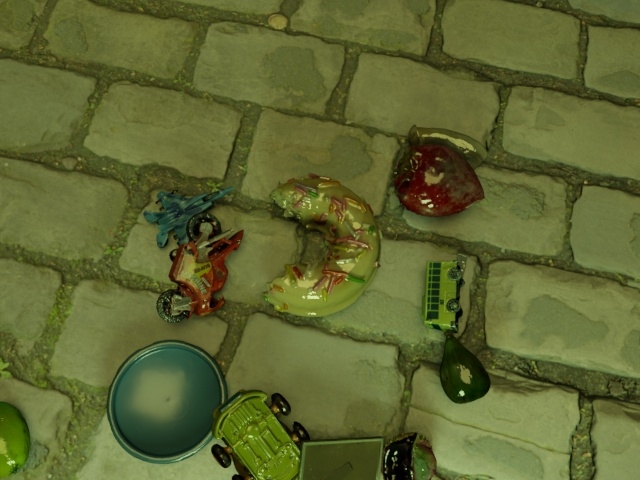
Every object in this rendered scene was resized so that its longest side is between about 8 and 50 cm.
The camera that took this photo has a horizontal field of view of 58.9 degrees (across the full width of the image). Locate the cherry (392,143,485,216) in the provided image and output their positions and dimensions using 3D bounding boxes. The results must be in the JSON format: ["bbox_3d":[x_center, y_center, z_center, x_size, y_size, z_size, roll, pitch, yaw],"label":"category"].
[{"bbox_3d":[0.313,-0.149,1.494,0.250,0.175,0.192,15,59,1],"label":"cherry"}]

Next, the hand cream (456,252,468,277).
[{"bbox_3d":[0.371,0.078,1.511,0.030,0.019,0.093,14,66,5],"label":"hand cream"}]

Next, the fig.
[{"bbox_3d":[0.339,0.308,1.378,0.117,0.117,0.177,-19,90,-7],"label":"fig"}]

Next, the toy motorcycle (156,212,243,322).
[{"bbox_3d":[-0.302,0.078,1.439,0.171,0.089,0.298,25,69,-21],"label":"toy motorcycle"}]

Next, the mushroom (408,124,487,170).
[{"bbox_3d":[0.353,-0.267,1.583,0.223,0.092,0.081,24,30,3],"label":"mushroom"}]

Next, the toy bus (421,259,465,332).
[{"bbox_3d":[0.312,0.144,1.443,0.101,0.088,0.175,0,70,19],"label":"toy bus"}]

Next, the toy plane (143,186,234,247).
[{"bbox_3d":[-0.342,-0.084,1.514,0.246,0.078,0.169,-27,75,-14],"label":"toy plane"}]

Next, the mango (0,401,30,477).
[{"bbox_3d":[-0.746,0.462,1.322,0.119,0.100,0.178,-22,67,-5],"label":"mango"}]

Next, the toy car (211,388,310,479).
[{"bbox_3d":[-0.147,0.461,1.311,0.200,0.142,0.247,-33,96,-21],"label":"toy car"}]

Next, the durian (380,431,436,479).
[{"bbox_3d":[0.214,0.532,1.336,0.108,0.119,0.186,6,82,-39],"label":"durian"}]

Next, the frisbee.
[{"bbox_3d":[-0.368,0.388,1.377,0.290,0.049,0.289,1,70,-3],"label":"frisbee"}]

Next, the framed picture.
[{"bbox_3d":[0.046,0.529,1.303,0.203,0.015,0.150,3,92,-21],"label":"framed picture"}]

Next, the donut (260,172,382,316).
[{"bbox_3d":[0.007,0.008,1.452,0.307,0.150,0.371,3,72,-1],"label":"donut"}]
